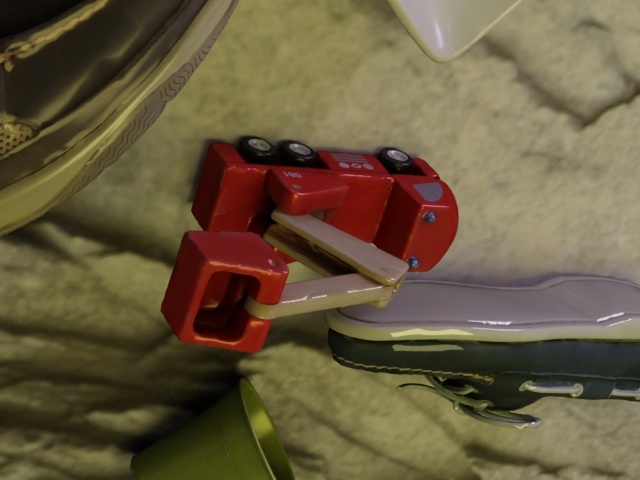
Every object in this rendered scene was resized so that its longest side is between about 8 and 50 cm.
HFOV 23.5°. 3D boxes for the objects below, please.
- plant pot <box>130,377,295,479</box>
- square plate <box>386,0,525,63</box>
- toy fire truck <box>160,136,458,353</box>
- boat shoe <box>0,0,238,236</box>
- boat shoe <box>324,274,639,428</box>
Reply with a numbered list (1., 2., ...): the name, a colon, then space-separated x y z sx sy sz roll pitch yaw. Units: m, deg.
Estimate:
1. plant pot: -0.063 0.133 0.883 0.079 0.083 0.083 -24 131 5
2. square plate: 0.098 -0.301 0.679 0.344 0.049 0.347 -40 132 2
3. toy fire truck: 0.000 0.000 0.778 0.192 0.135 0.047 3 120 -30
4. boat shoe: -0.182 -0.065 0.637 0.355 0.132 0.130 -39 132 0
5. boat shoe: 0.109 0.067 0.917 0.254 0.095 0.079 -2 111 -38
